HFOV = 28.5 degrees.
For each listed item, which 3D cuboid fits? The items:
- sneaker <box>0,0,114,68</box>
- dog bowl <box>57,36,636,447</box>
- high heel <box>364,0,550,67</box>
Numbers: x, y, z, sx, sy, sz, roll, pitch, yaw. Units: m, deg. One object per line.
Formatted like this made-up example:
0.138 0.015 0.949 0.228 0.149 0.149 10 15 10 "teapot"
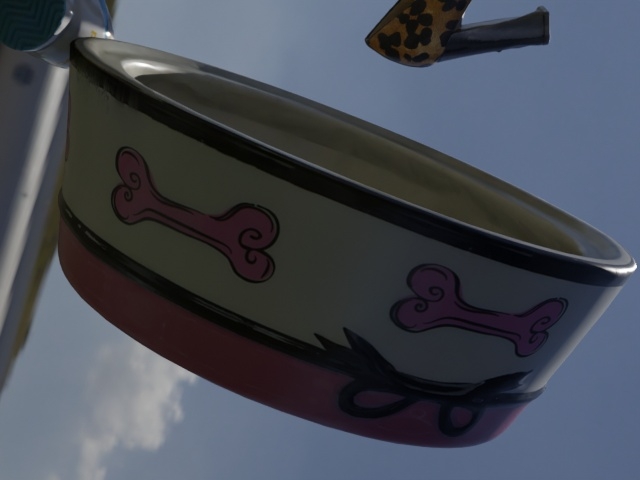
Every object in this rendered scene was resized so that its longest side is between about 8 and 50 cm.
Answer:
-0.229 -0.224 0.953 0.087 0.092 0.228 -31 -111 15 "sneaker"
0.000 0.000 0.880 0.408 0.408 0.150 -129 -122 -69 "dog bowl"
0.124 -0.306 1.254 0.093 0.186 0.261 -93 175 -77 "high heel"
